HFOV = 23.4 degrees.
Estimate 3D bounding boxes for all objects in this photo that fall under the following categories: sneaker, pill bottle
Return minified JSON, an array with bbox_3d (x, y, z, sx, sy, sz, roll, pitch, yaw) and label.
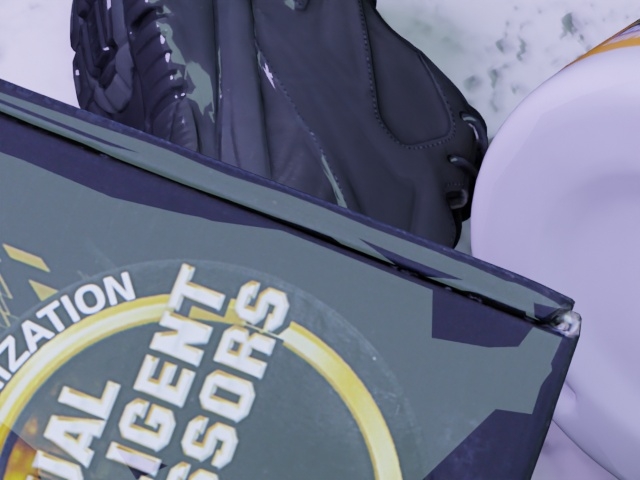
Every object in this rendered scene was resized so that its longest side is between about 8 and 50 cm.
[{"bbox_3d":[0.000,0.000,0.489,0.130,0.109,0.286,1,67,-24],"label":"sneaker"},{"bbox_3d":[0.188,-0.037,0.509,0.152,0.152,0.272,47,52,12],"label":"pill bottle"}]

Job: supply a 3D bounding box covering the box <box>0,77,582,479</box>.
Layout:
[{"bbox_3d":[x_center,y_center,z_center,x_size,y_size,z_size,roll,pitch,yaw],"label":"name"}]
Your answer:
[{"bbox_3d":[-0.158,0.142,0.320,0.318,0.097,0.394,22,78,1],"label":"box"}]
